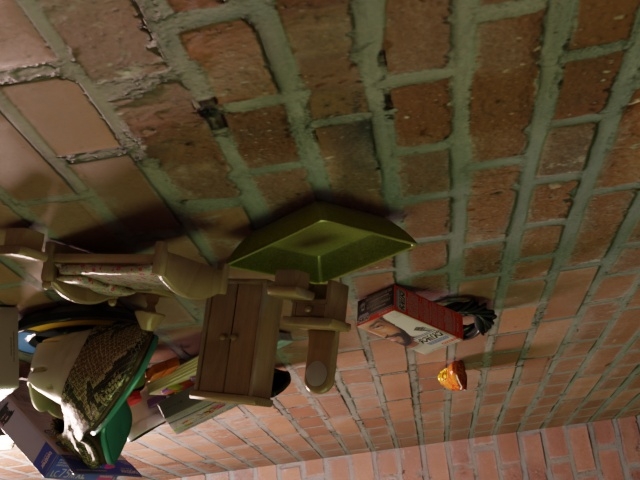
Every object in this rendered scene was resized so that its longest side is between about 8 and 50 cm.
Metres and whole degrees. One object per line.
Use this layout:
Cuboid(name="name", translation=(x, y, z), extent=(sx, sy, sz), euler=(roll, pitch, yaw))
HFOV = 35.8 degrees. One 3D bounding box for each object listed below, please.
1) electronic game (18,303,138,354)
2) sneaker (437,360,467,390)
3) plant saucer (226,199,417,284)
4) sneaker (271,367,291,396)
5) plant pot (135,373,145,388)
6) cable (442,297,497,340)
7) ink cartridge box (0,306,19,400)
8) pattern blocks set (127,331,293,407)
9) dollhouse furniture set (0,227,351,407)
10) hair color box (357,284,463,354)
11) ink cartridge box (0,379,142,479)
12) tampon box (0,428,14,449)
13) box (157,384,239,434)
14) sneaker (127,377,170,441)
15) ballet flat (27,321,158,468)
Cuboid(name="electronic game", translation=(-0.387, 0.151, 1.598), extent=(0.229, 0.048, 0.229), euler=(-7, 160, -2))
Cuboid(name="sneaker", translation=(0.304, 0.319, 2.292), extent=(0.067, 0.064, 0.175), euler=(0, 159, 9))
Cuboid(name="plant saucer", translation=(0.000, 0.000, 1.318), extent=(0.188, 0.045, 0.188), euler=(-23, 155, 39))
Cuboid(name="sneaker", translation=(-0.167, 0.288, 2.025), extent=(0.232, 0.081, 0.090), euler=(4, 153, -42))
Cuboid(name="plant pot", translation=(-0.377, 0.258, 1.872), extent=(0.079, 0.083, 0.083), euler=(-7, 164, -38))
Cuboid(name="cable", translation=(0.247, 0.143, 1.817), extent=(0.150, 0.047, 0.184), euler=(-29, 147, 36))
Cuboid(name="ink cartridge box", translation=(-0.554, 0.170, 1.475), extent=(0.176, 0.127, 0.128), euler=(7, 156, -33))
Cuboid(name="pattern blocks set", translation=(-0.220, 0.245, 1.829), extent=(0.325, 0.026, 0.285), euler=(-33, 159, 30))
Cuboid(name="dollhouse furniture set", translation=(-0.180, 0.106, 1.249), extent=(0.303, 0.174, 0.355), euler=(-1, 167, 32))
Cuboid(name="hair color box", translation=(0.153, 0.137, 1.688), extent=(0.167, 0.053, 0.093), euler=(25, 143, -32))
Cuboid(name="ink cartridge box", translation=(-0.491, 0.362, 1.843), extent=(0.311, 0.065, 0.186), euler=(32, -177, 33))
Cuboid(name="tampon box", translation=(-0.673, 0.360, 1.997), extent=(0.120, 0.101, 0.161), euler=(0, 159, -20))
Cuboid(name="box", translation=(-0.225, 0.308, 1.877), extent=(0.145, 0.038, 0.186), euler=(-24, 164, -10))
Cuboid(name="sneaker", translation=(-0.335, 0.314, 2.035), extent=(0.106, 0.123, 0.290), euler=(-36, 173, 14))
Cuboid(name="ballet flat", translation=(-0.380, 0.239, 1.577), extent=(0.182, 0.164, 0.483), euler=(25, 149, -3))
